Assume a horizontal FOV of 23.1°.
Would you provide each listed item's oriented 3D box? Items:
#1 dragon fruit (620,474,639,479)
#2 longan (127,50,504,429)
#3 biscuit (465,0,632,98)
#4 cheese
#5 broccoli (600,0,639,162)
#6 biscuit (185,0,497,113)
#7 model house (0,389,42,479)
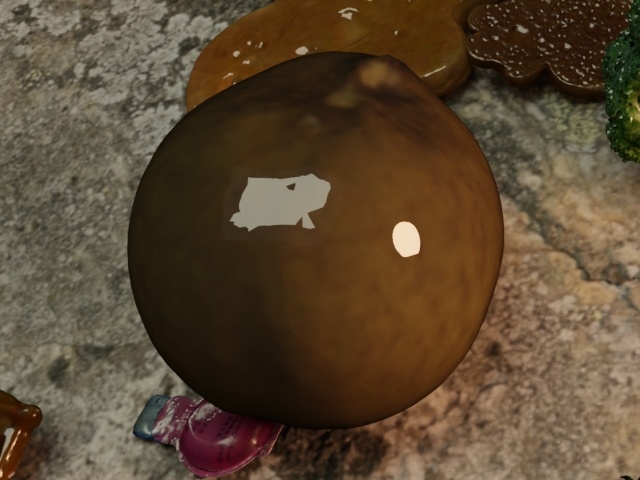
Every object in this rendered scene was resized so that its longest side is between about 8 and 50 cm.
[{"bbox_3d":[0.279,0.208,1.114,0.138,0.142,0.175,14,89,-11],"label":"dragon fruit"},{"bbox_3d":[0.000,0.000,1.261,0.319,0.319,0.319,-11,51,13],"label":"longan"},{"bbox_3d":[0.225,-0.188,1.473,0.175,0.026,0.124,5,61,6],"label":"biscuit"},{"bbox_3d":[-0.098,0.160,1.341,0.145,0.038,0.095,7,55,33],"label":"cheese"},{"bbox_3d":[0.377,-0.157,1.305,0.294,0.265,0.245,-10,85,22],"label":"broccoli"},{"bbox_3d":[0.024,-0.197,1.564,0.275,0.052,0.355,33,72,35],"label":"biscuit"},{"bbox_3d":[-0.383,0.179,1.362,0.229,0.220,0.199,-13,-3,-38],"label":"model house"}]
